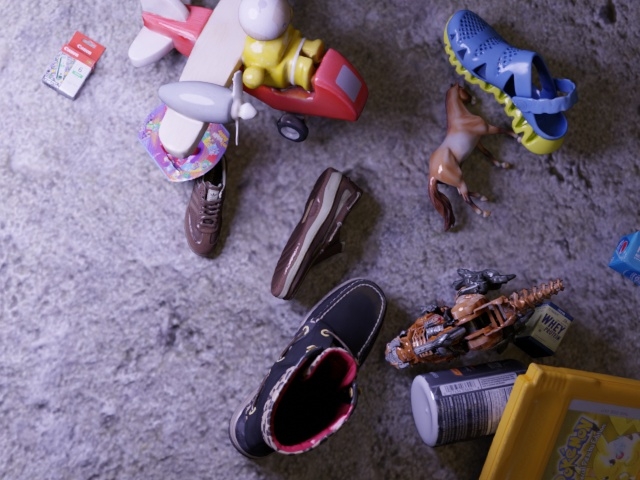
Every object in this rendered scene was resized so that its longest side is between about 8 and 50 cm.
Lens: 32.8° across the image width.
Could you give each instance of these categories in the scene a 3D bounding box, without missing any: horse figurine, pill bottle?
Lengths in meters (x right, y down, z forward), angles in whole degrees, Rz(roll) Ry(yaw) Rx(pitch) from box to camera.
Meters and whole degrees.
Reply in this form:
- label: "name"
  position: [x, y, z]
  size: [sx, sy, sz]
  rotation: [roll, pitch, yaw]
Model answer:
- label: "horse figurine"
  position: [0.268, -0.152, 2.019]
  size: [0.174, 0.066, 0.263]
  rotation: [33, 73, -14]
- label: "pill bottle"
  position: [0.294, 0.282, 1.925]
  size: [0.246, 0.130, 0.130]
  rotation: [-8, 83, -15]

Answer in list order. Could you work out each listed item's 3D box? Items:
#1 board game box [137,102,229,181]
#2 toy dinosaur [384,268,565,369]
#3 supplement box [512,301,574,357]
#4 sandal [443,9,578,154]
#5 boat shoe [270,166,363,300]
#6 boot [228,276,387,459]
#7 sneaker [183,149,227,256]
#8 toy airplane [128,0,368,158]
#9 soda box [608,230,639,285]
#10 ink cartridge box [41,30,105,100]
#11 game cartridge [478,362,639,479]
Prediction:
- label: "board game box"
  position: [-0.241, -0.186, 1.883]
  size: [0.133, 0.033, 0.168]
  rotation: [-36, 66, -4]
- label: "toy dinosaur"
  position: [0.272, 0.147, 1.888]
  size: [0.322, 0.218, 0.164]
  rotation: [-3, 99, 28]
- label: "supplement box"
  position: [0.405, 0.164, 1.993]
  size: [0.056, 0.083, 0.083]
  rotation: [35, 74, -7]
- label: "sandal"
  position: [0.363, -0.313, 2.015]
  size: [0.317, 0.138, 0.126]
  rotation: [45, 58, 1]
- label: "boat shoe"
  position: [0.003, -0.001, 1.921]
  size: [0.095, 0.095, 0.257]
  rotation: [29, 76, -14]
- label: "boot"
  position: [0.007, 0.207, 1.788]
  size: [0.138, 0.284, 0.377]
  rotation: [45, 76, -3]
- label: "sneaker"
  position: [-0.199, -0.069, 1.893]
  size: [0.066, 0.071, 0.188]
  rotation: [6, 80, -12]
- label: "toy airplane"
  position: [-0.135, -0.349, 1.844]
  size: [0.384, 0.272, 0.386]
  rotation: [-16, 75, -21]
- label: "soda box"
  position: [0.662, 0.068, 2.076]
  size: [0.210, 0.067, 0.071]
  rotation: [30, 76, -6]
- label: "ink cartridge box"
  position: [-0.429, -0.309, 1.898]
  size: [0.063, 0.029, 0.115]
  rotation: [30, 76, -7]
- label: "game cartridge"
  position: [0.454, 0.367, 1.907]
  size: [0.324, 0.052, 0.285]
  rotation: [10, 107, -21]
